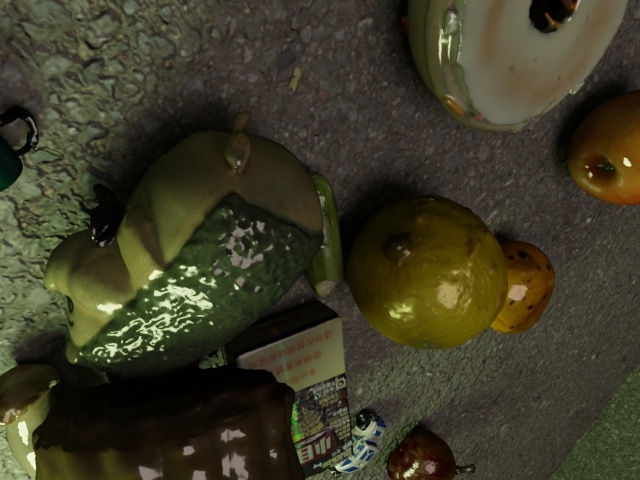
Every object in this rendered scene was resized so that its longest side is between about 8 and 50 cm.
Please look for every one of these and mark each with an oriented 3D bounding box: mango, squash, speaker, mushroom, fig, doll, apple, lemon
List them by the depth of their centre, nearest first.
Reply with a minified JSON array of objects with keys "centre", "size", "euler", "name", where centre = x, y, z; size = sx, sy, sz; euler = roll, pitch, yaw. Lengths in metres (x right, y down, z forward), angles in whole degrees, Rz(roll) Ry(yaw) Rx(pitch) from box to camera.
[{"centre":[-0.326,-0.093,0.526],"size":[0.095,0.060,0.075],"euler":[-34,136,-12],"name":"speaker"},{"centre":[-0.164,0.019,0.622],"size":[0.247,0.247,0.349],"euler":[25,113,-44],"name":"doll"},{"centre":[-0.374,0.260,0.724],"size":[0.097,0.088,0.212],"euler":[-21,123,-23],"name":"mushroom"},{"centre":[0.000,0.000,0.827],"size":[0.069,0.069,0.238],"euler":[-26,132,-20],"name":"squash"},{"centre":[0.176,0.055,0.868],"size":[0.284,0.260,0.260],"euler":[5,117,-41],"name":"lemon"},{"centre":[0.635,-0.175,1.049],"size":[0.241,0.242,0.242],"euler":[-22,131,-14],"name":"apple"},{"centre":[0.420,0.107,1.155],"size":[0.191,0.160,0.290],"euler":[-50,140,-9],"name":"mango"},{"centre":[0.309,0.597,1.415],"size":[0.274,0.145,0.170],"euler":[21,107,-28],"name":"fig"}]

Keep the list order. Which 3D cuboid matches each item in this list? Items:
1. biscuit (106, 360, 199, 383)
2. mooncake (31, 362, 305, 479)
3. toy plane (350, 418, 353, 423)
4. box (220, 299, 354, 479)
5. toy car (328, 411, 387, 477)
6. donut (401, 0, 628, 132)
[{"centre":[-0.267,0.184,0.789],"size":[0.176,0.031,0.228],"euler":[-45,136,-3],"name":"biscuit"},{"centre":[-0.186,0.267,0.663],"size":[0.324,0.324,0.186],"euler":[-4,86,-34],"name":"mooncake"},{"centre":[0.001,0.406,1.108],"size":[0.262,0.088,0.192],"euler":[6,89,-43],"name":"toy plane"},{"centre":[-0.054,0.280,0.928],"size":[0.198,0.084,0.309],"euler":[-17,114,-26],"name":"box"},{"centre":[0.085,0.480,1.231],"size":[0.170,0.070,0.080],"euler":[-49,136,2],"name":"toy car"},{"centre":[0.275,-0.341,0.732],"size":[0.383,0.142,0.382],"euler":[-20,130,-25],"name":"donut"}]
